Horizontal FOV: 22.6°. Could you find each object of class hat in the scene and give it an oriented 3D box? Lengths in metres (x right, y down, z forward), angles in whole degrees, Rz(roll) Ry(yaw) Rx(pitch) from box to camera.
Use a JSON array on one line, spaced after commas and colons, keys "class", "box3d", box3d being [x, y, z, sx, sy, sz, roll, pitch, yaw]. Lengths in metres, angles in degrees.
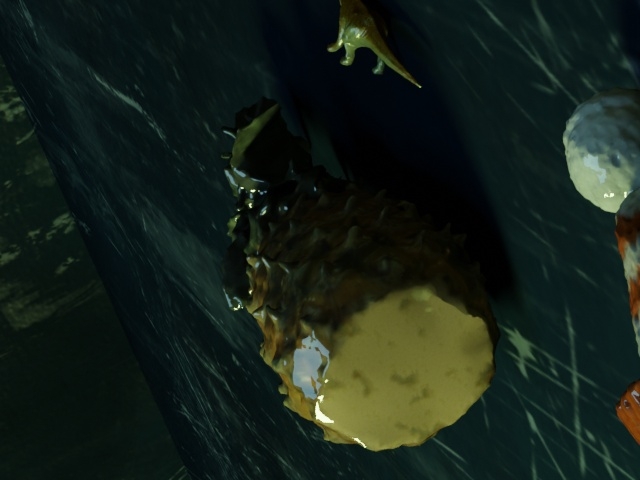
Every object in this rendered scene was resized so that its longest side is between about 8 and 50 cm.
[{"class": "hat", "box3d": [0.149, 0.011, 0.637, 0.112, 0.093, 0.162, 116, 144, -61]}]

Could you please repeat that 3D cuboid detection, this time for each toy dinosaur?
[{"class": "toy dinosaur", "box3d": [0.026, -0.112, 0.907, 0.041, 0.026, 0.113, 104, 148, -45]}]

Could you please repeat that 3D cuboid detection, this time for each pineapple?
[{"class": "pineapple", "box3d": [0.000, 0.000, 1.027, 0.310, 0.141, 0.170, -126, 14, -57]}]
